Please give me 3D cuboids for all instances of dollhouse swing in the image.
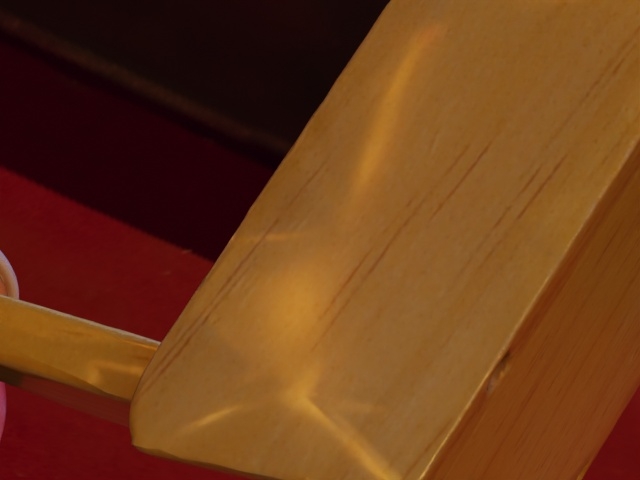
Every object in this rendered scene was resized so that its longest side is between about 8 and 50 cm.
[{"bbox_3d":[0.000,0.000,0.713,0.305,0.347,0.315,31,85,22],"label":"dollhouse swing"}]

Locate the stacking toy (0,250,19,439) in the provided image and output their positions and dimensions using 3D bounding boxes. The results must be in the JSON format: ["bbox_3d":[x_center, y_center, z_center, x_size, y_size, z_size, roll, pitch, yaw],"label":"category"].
[{"bbox_3d":[-0.443,0.234,1.495,0.350,0.350,0.480,-10,51,-23],"label":"stacking toy"}]
